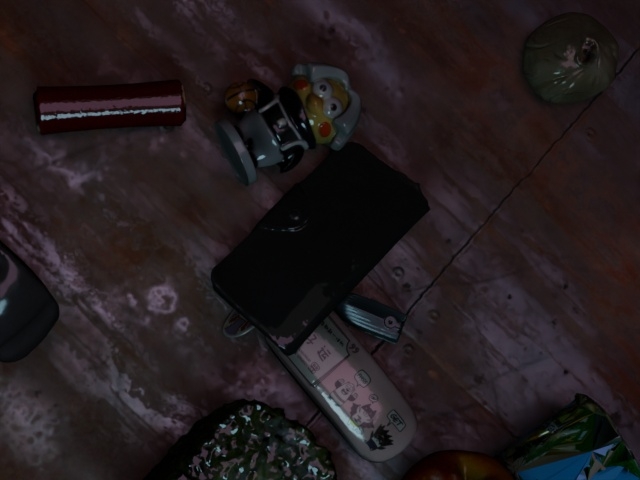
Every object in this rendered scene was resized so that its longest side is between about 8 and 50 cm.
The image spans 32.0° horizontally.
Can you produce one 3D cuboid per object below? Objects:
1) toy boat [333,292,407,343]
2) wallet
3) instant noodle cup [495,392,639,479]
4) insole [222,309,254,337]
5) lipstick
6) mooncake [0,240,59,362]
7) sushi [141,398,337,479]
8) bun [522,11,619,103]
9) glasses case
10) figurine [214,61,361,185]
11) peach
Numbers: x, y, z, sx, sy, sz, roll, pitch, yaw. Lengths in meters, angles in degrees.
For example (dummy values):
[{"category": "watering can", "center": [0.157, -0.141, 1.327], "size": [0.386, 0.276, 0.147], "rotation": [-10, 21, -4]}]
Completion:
[{"category": "toy boat", "center": [0.073, 0.123, 1.869], "size": [0.141, 0.060, 0.055], "rotation": [22, 78, -2]}, {"category": "wallet", "center": [0.000, 0.000, 1.838], "size": [0.197, 0.051, 0.377], "rotation": [41, 68, 12]}, {"category": "instant noodle cup", "center": [0.408, 0.392, 1.833], "size": [0.178, 0.240, 0.240], "rotation": [-28, 89, -7]}, {"category": "insole", "center": [-0.085, 0.090, 1.840], "size": [0.197, 0.065, 0.004], "rotation": [-44, 136, -16]}, {"category": "lipstick", "center": [-0.340, -0.217, 1.808], "size": [0.241, 0.080, 0.080], "rotation": [-6, 84, -14]}, {"category": "mooncake", "center": [-0.500, 0.067, 1.653], "size": [0.245, 0.245, 0.133], "rotation": [43, 79, -4]}, {"category": "sushi", "center": [-0.129, 0.431, 1.719], "size": [0.294, 0.178, 0.352], "rotation": [46, 72, -6]}, {"category": "bun", "center": [0.450, -0.326, 1.984], "size": [0.166, 0.113, 0.173], "rotation": [28, 75, -8]}, {"category": "glasses case", "center": [0.034, 0.225, 1.833], "size": [0.122, 0.075, 0.314], "rotation": [-39, 90, -16]}, {"category": "figurine", "center": [-0.052, -0.206, 1.847], "size": [0.236, 0.133, 0.176], "rotation": [-27, 91, -11]}, {"category": "peach", "center": [0.222, 0.451, 1.770], "size": [0.199, 0.243, 0.244], "rotation": [-21, 87, -41]}]
